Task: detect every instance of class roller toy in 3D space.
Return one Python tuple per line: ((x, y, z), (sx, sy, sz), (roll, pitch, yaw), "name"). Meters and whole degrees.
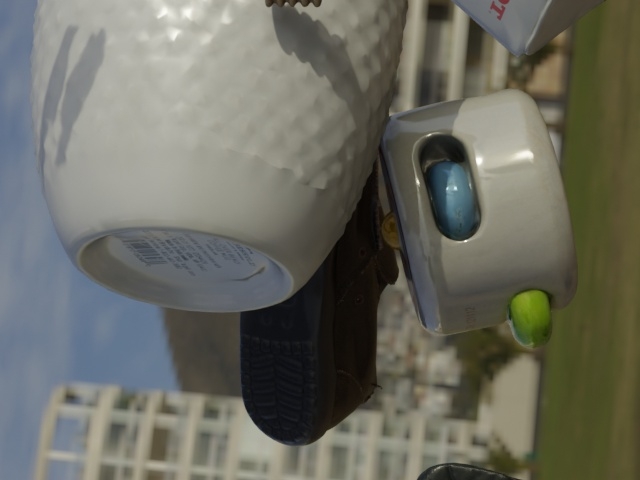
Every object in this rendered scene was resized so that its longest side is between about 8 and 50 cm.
((0.121, -0.023, 1.608), (0.209, 0.146, 0.191), (-102, 0, -62), "roller toy")

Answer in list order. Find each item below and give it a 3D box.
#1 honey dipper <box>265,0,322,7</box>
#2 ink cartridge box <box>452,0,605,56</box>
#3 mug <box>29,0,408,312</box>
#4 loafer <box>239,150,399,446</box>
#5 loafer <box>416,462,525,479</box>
((0.043, -0.172, 1.295), (0.030, 0.161, 0.030), (-1, -90, -89), "honey dipper")
((0.149, -0.411, 1.905), (0.160, 0.385, 0.279), (-34, -20, -34), "ink cartridge box")
((-0.073, -0.108, 1.483), (0.374, 0.276, 0.328), (76, -161, -66), "mug")
((0.000, 0.000, 1.782), (0.130, 0.134, 0.365), (-11, -69, -49), "loafer")
((0.132, 0.163, 1.076), (0.061, 0.170, 0.062), (76, -146, -81), "loafer")
